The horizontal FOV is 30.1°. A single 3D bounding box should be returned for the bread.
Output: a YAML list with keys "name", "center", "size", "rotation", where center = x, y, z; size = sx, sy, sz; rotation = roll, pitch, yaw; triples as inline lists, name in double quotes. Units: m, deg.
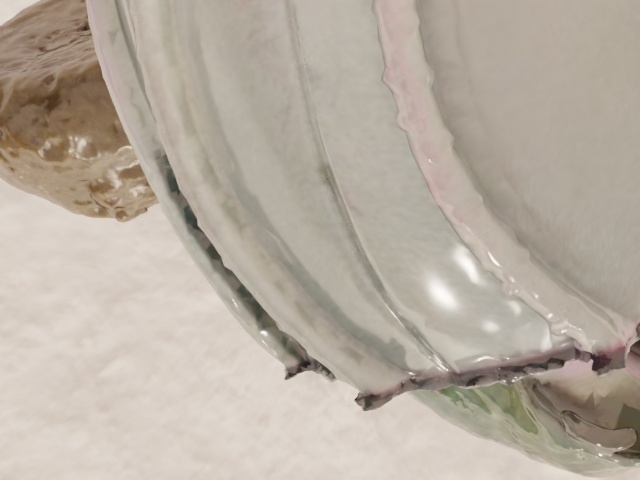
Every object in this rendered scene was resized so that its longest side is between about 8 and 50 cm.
- name: "bread"
  center: [-0.138, -0.104, 0.827]
  size: [0.229, 0.230, 0.123]
  rotation: [-16, 120, 2]

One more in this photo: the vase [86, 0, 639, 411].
- name: "vase"
  center: [0.012, -0.187, 0.402]
  size: [0.249, 0.250, 0.446]
  rotation: [-19, 107, 2]

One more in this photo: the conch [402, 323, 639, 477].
- name: "conch"
  center: [0.126, 0.020, 0.751]
  size: [0.220, 0.195, 0.277]
  rotation: [-15, 55, 10]
